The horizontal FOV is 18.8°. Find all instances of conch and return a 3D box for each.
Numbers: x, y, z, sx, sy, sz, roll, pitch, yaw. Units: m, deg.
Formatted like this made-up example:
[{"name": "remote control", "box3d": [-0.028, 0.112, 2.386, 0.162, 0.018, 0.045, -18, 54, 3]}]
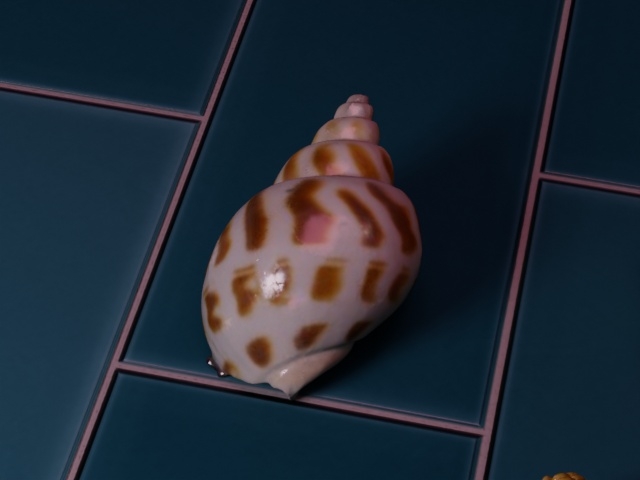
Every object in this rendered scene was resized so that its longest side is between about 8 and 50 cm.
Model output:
[{"name": "conch", "box3d": [0.000, -0.001, 1.718, 0.182, 0.149, 0.275, 15, 49, 6]}]

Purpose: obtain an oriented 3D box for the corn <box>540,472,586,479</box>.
[{"name": "corn", "box3d": [0.221, 0.279, 1.503, 0.080, 0.080, 0.238, -9, 48, -12]}]
